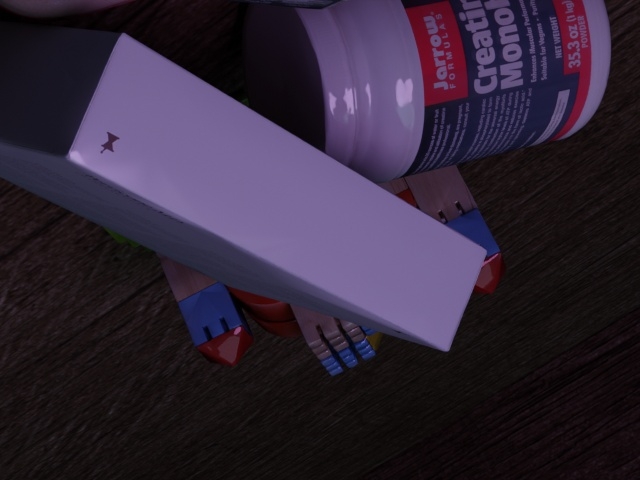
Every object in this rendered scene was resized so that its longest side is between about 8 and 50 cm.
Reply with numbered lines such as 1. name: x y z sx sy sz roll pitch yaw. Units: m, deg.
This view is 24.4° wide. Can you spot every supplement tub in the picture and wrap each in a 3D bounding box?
1. supplement tub: 0.090 -0.156 1.259 0.272 0.191 0.191 -14 153 -23

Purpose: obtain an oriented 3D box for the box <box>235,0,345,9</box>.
1. box: -0.089 -0.239 0.896 0.220 0.175 0.051 3 179 -19

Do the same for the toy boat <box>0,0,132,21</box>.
1. toy boat: -0.139 -0.232 0.997 0.231 0.151 0.151 -20 -176 -11

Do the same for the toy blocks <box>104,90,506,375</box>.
1. toy blocks: 0.000 0.000 1.401 0.381 0.261 0.191 -26 155 2

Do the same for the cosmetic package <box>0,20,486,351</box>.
1. cosmetic package: -0.100 -0.042 1.111 0.377 0.284 0.097 28 83 -41
